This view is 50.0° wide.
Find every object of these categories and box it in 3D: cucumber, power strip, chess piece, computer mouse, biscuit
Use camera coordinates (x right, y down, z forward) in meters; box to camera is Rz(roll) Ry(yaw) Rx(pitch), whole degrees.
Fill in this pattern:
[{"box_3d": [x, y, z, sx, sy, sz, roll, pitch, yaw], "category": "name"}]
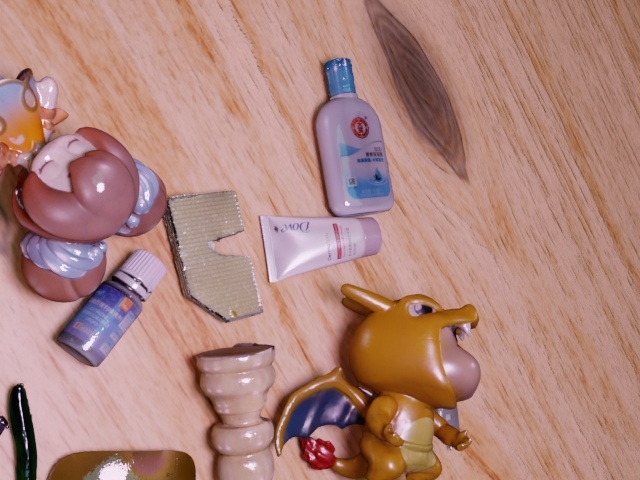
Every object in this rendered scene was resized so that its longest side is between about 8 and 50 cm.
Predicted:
[{"box_3d": [-0.455, 0.311, 1.056, 0.036, 0.033, 0.184, 1, 80, -59], "category": "cucumber"}, {"box_3d": [0.277, 0.339, 1.537, 0.060, 0.027, 0.252, 2, 80, -34], "category": "power strip"}, {"box_3d": [-0.135, 0.319, 1.213, 0.143, 0.143, 0.260, -6, 88, -34], "category": "chess piece"}, {"box_3d": [-0.315, 0.405, 1.118, 0.245, 0.056, 0.126, 10, 75, -30], "category": "computer mouse"}, {"box_3d": [-0.197, 0.032, 1.272, 0.147, 0.046, 0.250, -14, 88, -36], "category": "biscuit"}]

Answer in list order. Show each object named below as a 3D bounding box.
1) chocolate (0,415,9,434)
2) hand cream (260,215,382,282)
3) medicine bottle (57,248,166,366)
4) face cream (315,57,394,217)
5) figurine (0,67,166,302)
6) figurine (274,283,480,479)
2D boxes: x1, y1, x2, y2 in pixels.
[{"box_3d": [-0.533, 0.251, 0.999, 0.072, 0.070, 0.147, -42, 105, -3], "category": "chocolate"}, {"box_3d": [0.000, 0.000, 1.398, 0.248, 0.083, 0.133, -9, 84, -25], "category": "hand cream"}, {"box_3d": [-0.340, 0.108, 1.141, 0.083, 0.083, 0.203, 45, 58, -18], "category": "medicine bottle"}, {"box_3d": [0.065, -0.221, 1.473, 0.163, 0.080, 0.336, -6, 85, -34], "category": "face cream"}, {"box_3d": [-0.436, -0.117, 1.051, 0.388, 0.248, 0.276, 42, 63, -9], "category": "figurine"}, {"box_3d": [0.129, 0.292, 1.309, 0.401, 0.268, 0.387, 14, 76, -26], "category": "figurine"}]
